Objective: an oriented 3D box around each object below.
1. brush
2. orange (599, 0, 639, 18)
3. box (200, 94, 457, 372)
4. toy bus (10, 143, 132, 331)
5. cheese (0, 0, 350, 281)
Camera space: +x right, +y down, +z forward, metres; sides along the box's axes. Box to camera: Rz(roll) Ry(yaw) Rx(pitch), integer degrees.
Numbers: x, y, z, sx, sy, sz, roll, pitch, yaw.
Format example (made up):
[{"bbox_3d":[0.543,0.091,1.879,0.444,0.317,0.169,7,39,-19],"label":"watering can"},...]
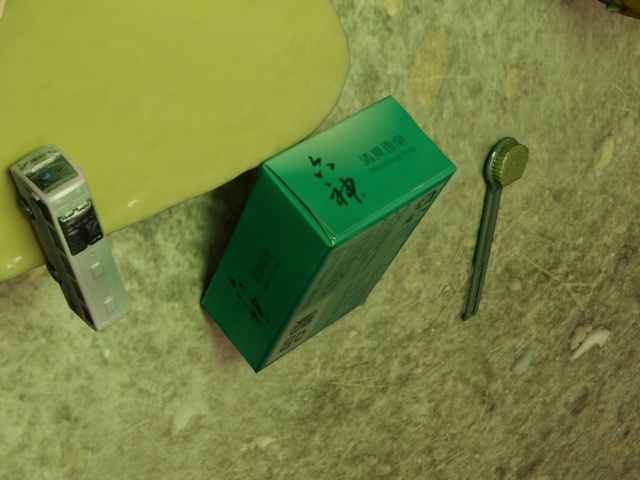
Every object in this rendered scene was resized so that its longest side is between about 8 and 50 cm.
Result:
[{"bbox_3d":[0.210,-0.005,1.361,0.062,0.027,0.266,-24,134,-39],"label":"brush"},{"bbox_3d":[0.354,-0.345,1.099,0.264,0.264,0.264,-30,137,-33],"label":"orange"},{"bbox_3d":[0.000,0.000,0.979,0.153,0.092,0.245,-30,162,-33],"label":"box"},{"bbox_3d":[-0.161,0.002,0.723,0.037,0.052,0.130,-33,138,-23],"label":"toy bus"},{"bbox_3d":[-0.115,-0.148,0.795,0.384,0.104,0.384,-31,138,-33],"label":"cheese"}]
